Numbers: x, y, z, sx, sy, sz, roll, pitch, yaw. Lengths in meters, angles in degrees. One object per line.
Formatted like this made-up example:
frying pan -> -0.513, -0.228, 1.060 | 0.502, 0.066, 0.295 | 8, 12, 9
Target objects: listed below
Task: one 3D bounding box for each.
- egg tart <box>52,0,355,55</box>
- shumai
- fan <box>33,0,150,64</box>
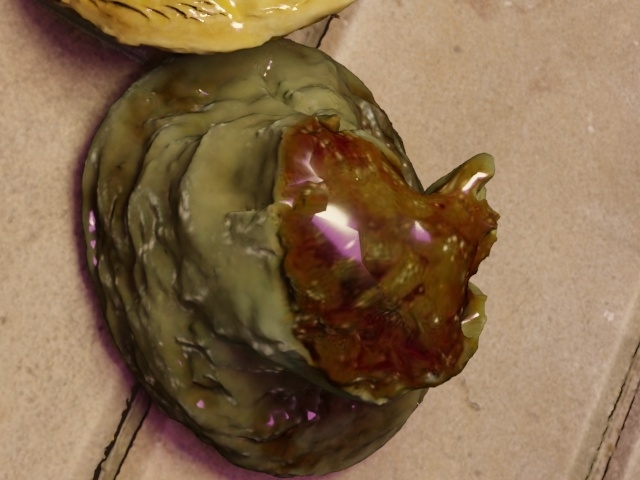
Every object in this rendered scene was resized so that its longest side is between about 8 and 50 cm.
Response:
egg tart -> -0.069, -0.299, 1.514 | 0.388, 0.169, 0.387 | -5, 57, 8
shumai -> 0.000, 0.000, 1.461 | 0.324, 0.323, 0.397 | -15, 89, -23
fan -> -0.290, -0.238, 1.538 | 0.329, 0.009, 0.190 | 31, 71, -16
